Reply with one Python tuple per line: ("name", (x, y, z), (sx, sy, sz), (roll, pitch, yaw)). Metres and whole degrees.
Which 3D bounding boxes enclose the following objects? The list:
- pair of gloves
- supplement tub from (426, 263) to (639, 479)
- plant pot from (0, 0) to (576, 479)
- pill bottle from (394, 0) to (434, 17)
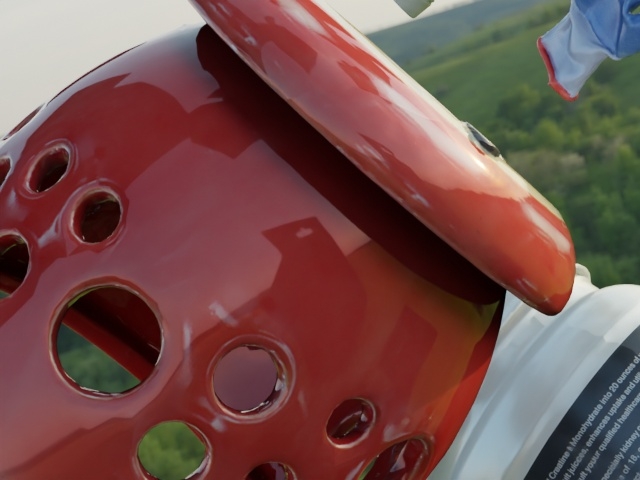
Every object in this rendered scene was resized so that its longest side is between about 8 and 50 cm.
("pair of gloves", (0.155, -0.193, 0.830), (0.023, 0.198, 0.159), (-9, -25, -28))
("supplement tub", (0.192, 0.144, 0.743), (0.272, 0.191, 0.191), (34, 34, 24))
("plant pot", (-0.025, 0.010, 0.470), (0.174, 0.191, 0.191), (-49, 4, 7))
("pill bottle", (0.136, -0.309, 1.353), (0.180, 0.108, 0.108), (-40, 1, 14))
